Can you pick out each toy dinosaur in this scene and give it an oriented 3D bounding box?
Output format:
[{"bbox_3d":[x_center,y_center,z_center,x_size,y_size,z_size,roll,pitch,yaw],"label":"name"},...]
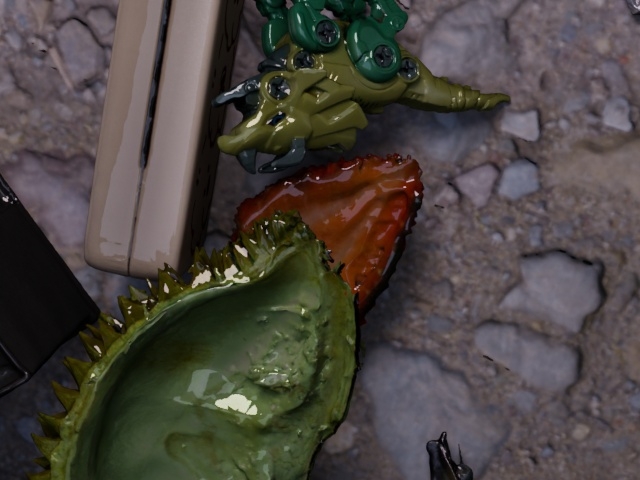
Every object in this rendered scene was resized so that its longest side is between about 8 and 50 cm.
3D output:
[{"bbox_3d":[0.033,-0.138,1.096,0.259,0.094,0.153,-7,89,-24],"label":"toy dinosaur"}]

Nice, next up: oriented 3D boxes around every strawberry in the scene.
[{"bbox_3d":[-0.003,0.002,1.137,0.140,0.085,0.192,16,105,-3],"label":"strawberry"}]

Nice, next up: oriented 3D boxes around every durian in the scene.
[{"bbox_3d":[-0.098,0.144,1.053,0.198,0.163,0.394,34,113,17],"label":"durian"}]

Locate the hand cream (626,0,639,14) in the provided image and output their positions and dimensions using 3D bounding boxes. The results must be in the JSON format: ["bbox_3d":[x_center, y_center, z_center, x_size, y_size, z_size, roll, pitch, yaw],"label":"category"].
[{"bbox_3d":[0.244,-0.221,1.117,0.030,0.019,0.093,-24,94,6],"label":"hand cream"}]

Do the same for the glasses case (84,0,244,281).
[{"bbox_3d":[-0.113,-0.142,1.096,0.076,0.144,0.336,11,101,4],"label":"glasses case"}]

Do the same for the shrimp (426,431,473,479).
[{"bbox_3d":[0.078,0.302,1.155,0.198,0.051,0.262,-13,96,-35],"label":"shrimp"}]

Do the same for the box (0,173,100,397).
[{"bbox_3d":[-0.403,0.071,1.121,0.345,0.204,0.251,-34,95,9],"label":"box"}]
